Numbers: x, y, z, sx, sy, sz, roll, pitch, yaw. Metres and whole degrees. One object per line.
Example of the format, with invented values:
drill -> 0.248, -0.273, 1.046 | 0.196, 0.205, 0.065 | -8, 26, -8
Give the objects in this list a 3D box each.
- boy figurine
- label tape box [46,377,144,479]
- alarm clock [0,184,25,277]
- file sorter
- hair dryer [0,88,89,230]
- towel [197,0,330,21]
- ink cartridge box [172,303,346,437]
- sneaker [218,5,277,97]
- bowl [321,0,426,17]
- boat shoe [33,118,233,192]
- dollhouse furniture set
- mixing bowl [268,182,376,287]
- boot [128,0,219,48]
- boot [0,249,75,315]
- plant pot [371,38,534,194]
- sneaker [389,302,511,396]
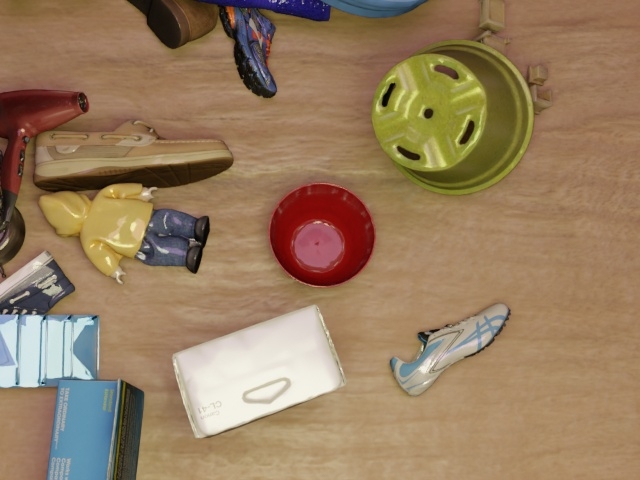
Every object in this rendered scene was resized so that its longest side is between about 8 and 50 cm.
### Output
boy figurine -> -0.338, -0.015, 1.500 | 0.285, 0.092, 0.177 | 11, 76, -2
label tape box -> -0.337, 0.326, 1.291 | 0.106, 0.333, 0.240 | 4, 76, -4
alarm clock -> -0.569, -0.038, 1.501 | 0.129, 0.064, 0.192 | 8, 73, -3
file sorter -> -0.441, 0.174, 1.413 | 0.170, 0.104, 0.118 | 2, 81, -20
hair dryer -> -0.502, -0.149, 1.472 | 0.293, 0.080, 0.223 | -44, 69, 1
towel -> -0.125, -0.521, 1.602 | 0.308, 0.076, 0.227 | 4, 64, -17
ink cartridge box -> -0.097, 0.208, 1.356 | 0.226, 0.306, 0.131 | -19, 79, -10
sneaker -> -0.117, -0.365, 1.611 | 0.087, 0.083, 0.221 | -16, 81, -14
bowl -> 0.069, -0.580, 1.621 | 0.391, 0.077, 0.391 | 10, 64, -20
boat shoe -> -0.322, -0.156, 1.518 | 0.341, 0.121, 0.110 | -4, 76, -4
dollhouse furniture set -> 0.343, -0.336, 1.656 | 0.161, 0.101, 0.181 | 11, 74, -28
mixing bowl -> 0.000, 0.000, 1.522 | 0.182, 0.098, 0.181 | 1, 77, -4
boot -> -0.305, -0.490, 1.627 | 0.115, 0.112, 0.305 | -32, 82, -35
boot -> -0.507, 0.105, 1.470 | 0.190, 0.069, 0.086 | -36, 101, -1
plant pot -> 0.202, -0.207, 1.457 | 0.276, 0.254, 0.276 | 2, 96, 18
sneaker -> 0.224, 0.171, 1.509 | 0.237, 0.085, 0.086 | -34, 86, -13
